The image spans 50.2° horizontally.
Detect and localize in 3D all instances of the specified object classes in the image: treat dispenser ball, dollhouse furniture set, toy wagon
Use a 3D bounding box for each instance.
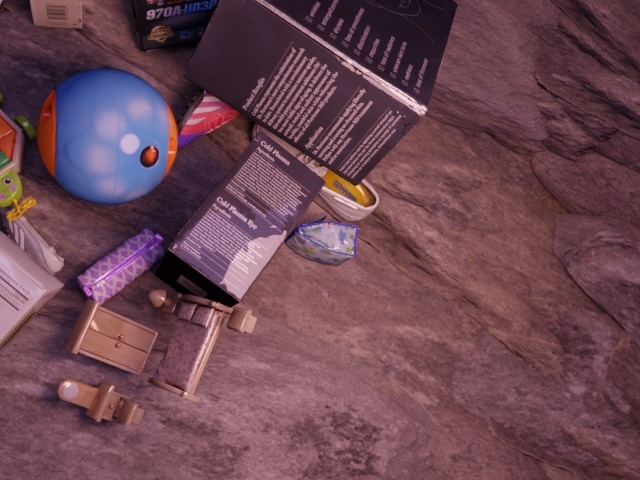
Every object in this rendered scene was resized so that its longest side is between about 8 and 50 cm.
[{"bbox_3d":[-0.451,-0.220,1.457,0.288,0.288,0.288,4,79,-19],"label":"treat dispenser ball"},{"bbox_3d":[-0.343,0.234,1.353,0.173,0.355,0.303,34,69,-40],"label":"dollhouse furniture set"},{"bbox_3d":[-0.735,-0.185,1.438,0.344,0.068,0.267,43,69,11],"label":"toy wagon"}]

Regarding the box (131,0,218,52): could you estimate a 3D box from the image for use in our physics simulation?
[{"bbox_3d":[-0.336,-0.556,1.629,0.220,0.175,0.051,-17,46,-21],"label":"box"}]

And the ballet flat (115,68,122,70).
[{"bbox_3d":[-0.430,-0.320,1.608,0.188,0.070,0.070,45,69,-3],"label":"ballet flat"}]

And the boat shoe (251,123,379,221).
[{"bbox_3d":[-0.003,-0.187,1.678,0.367,0.156,0.136,41,69,-8],"label":"boat shoe"}]

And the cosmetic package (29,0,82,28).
[{"bbox_3d":[-0.606,-0.663,1.559,0.113,0.160,0.310,-3,80,-19],"label":"cosmetic package"}]

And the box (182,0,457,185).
[{"bbox_3d":[0.018,-0.470,1.588,0.471,0.297,0.480,33,47,-12],"label":"box"}]

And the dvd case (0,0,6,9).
[{"bbox_3d":[-0.834,-0.565,1.518,0.238,0.029,0.179,26,80,-14],"label":"dvd case"}]

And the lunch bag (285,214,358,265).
[{"bbox_3d":[0.000,0.000,1.658,0.151,0.129,0.096,9,72,-15],"label":"lunch bag"}]

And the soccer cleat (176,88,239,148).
[{"bbox_3d":[-0.243,-0.327,1.653,0.116,0.108,0.318,40,67,-12],"label":"soccer cleat"}]

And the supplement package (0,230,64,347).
[{"bbox_3d":[-0.681,0.127,1.331,0.198,0.199,0.263,42,83,-8],"label":"supplement package"}]

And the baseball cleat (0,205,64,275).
[{"bbox_3d":[-0.650,0.005,1.463,0.109,0.072,0.206,-44,92,-15],"label":"baseball cleat"}]

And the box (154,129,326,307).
[{"bbox_3d":[-0.184,-0.021,1.483,0.179,0.343,0.313,37,71,-8],"label":"box"}]

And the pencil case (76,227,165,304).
[{"bbox_3d":[-0.442,0.057,1.516,0.206,0.088,0.086,-42,88,-22],"label":"pencil case"}]
